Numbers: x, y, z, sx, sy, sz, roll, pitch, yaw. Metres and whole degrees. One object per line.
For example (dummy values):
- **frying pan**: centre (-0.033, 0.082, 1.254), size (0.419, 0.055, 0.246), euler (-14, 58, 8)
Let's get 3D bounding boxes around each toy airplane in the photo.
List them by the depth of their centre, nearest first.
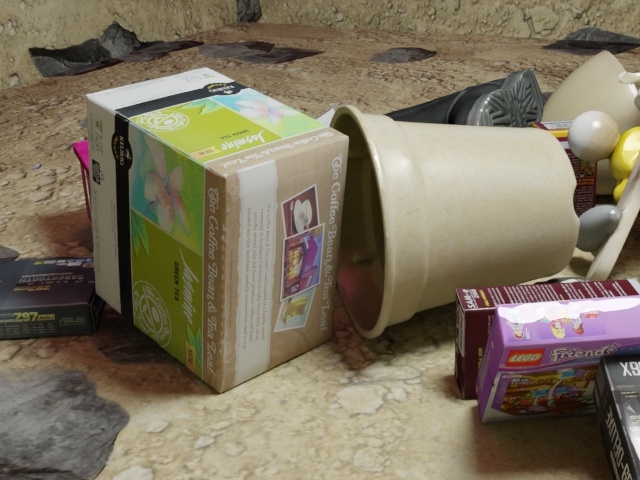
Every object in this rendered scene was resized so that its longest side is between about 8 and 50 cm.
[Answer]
- **toy airplane**: centre (0.527, -0.150, 1.566), size (0.272, 0.385, 0.386), euler (22, 33, 27)

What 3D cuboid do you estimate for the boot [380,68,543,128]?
- **boot**: centre (0.168, -0.182, 1.849), size (0.445, 0.146, 0.367), euler (-10, 15, 31)

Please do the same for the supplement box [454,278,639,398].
- **supplement box**: centre (0.296, 0.126, 1.250), size (0.239, 0.130, 0.073), euler (-3, 22, -2)

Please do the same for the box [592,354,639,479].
- **box**: centre (0.455, 0.222, 0.978), size (0.307, 0.077, 0.242), euler (-2, 39, 2)

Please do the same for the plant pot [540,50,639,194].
- **plant pot**: centre (0.528, -0.201, 1.892), size (0.190, 0.284, 0.284), euler (-26, 21, 8)

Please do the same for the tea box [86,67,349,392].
- **tea box**: centre (-0.152, -0.027, 1.365), size (0.220, 0.329, 0.323), euler (-22, 38, -39)

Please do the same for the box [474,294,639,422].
- **box**: centre (0.339, 0.138, 1.128), size (0.293, 0.201, 0.057), euler (-3, 56, -2)

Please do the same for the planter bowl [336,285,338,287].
- **planter bowl**: centre (0.000, 0.000, 1.626), size (0.162, 0.109, 0.162), euler (-3, 23, 1)

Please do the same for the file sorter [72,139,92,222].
- **file sorter**: centre (-0.313, -0.075, 1.753), size (0.202, 0.182, 0.290), euler (-12, 23, -19)

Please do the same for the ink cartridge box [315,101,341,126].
- **ink cartridge box**: centre (-0.062, -0.187, 2.021), size (0.223, 0.045, 0.224), euler (-34, 7, 34)

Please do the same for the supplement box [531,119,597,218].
- **supplement box**: centre (0.439, -0.119, 1.754), size (0.104, 0.188, 0.081), euler (-3, 21, -2)

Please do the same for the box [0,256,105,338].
- **box**: centre (-0.458, 0.089, 1.529), size (0.232, 0.059, 0.183), euler (-3, 23, -1)

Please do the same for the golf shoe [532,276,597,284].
- **golf shoe**: centre (0.403, 0.090, 1.399), size (0.093, 0.077, 0.198), euler (-21, 29, -38)

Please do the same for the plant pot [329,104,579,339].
- **plant pot**: centre (0.191, -0.042, 1.413), size (0.305, 0.334, 0.334), euler (-7, 22, -13)
